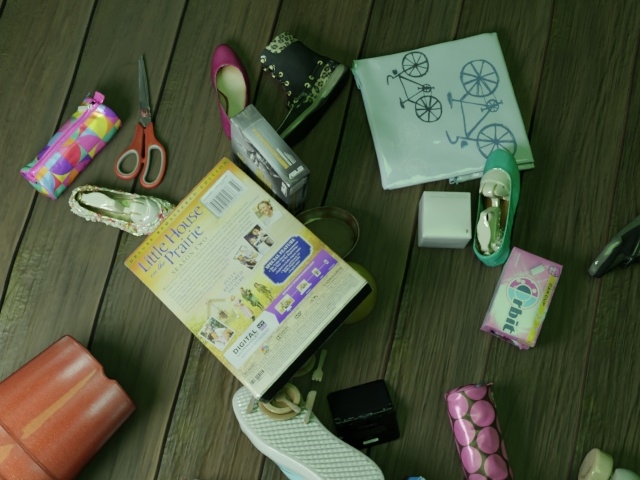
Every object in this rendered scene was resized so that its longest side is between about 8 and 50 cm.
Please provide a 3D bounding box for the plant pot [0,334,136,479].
[{"bbox_3d":[-0.510,0.335,1.811,0.272,0.272,0.265,43,71,9],"label":"plant pot"}]

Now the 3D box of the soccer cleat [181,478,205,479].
[{"bbox_3d":[-0.136,0.563,1.819,0.331,0.116,0.143,22,76,4],"label":"soccer cleat"}]

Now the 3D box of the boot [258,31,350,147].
[{"bbox_3d":[-0.070,-0.324,2.064,0.179,0.085,0.236,37,78,12],"label":"boot"}]

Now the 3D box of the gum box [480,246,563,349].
[{"bbox_3d":[0.409,0.122,1.964,0.107,0.062,0.188,22,77,5],"label":"gum box"}]

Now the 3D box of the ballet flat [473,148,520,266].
[{"bbox_3d":[0.359,-0.070,1.972,0.083,0.087,0.247,4,88,29],"label":"ballet flat"}]

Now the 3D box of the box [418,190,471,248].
[{"bbox_3d":[0.256,-0.042,1.991,0.101,0.087,0.102,2,76,0],"label":"box"}]

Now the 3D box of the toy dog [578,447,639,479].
[{"bbox_3d":[0.544,0.561,1.806,0.220,0.161,0.333,6,76,1],"label":"toy dog"}]

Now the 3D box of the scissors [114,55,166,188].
[{"bbox_3d":[-0.368,-0.256,2.074,0.109,0.021,0.297,8,75,4],"label":"scissors"}]

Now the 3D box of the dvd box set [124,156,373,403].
[{"bbox_3d":[-0.148,0.070,1.895,0.420,0.062,0.307,41,85,24],"label":"dvd box set"}]

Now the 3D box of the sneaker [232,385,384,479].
[{"bbox_3d":[-0.036,0.423,1.854,0.135,0.150,0.366,-30,52,-33],"label":"sneaker"}]

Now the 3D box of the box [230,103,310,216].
[{"bbox_3d":[-0.103,-0.150,1.939,0.056,0.231,0.183,-39,80,-14],"label":"box"}]

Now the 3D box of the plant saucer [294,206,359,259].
[{"bbox_3d":[0.000,0.000,1.976,0.168,0.029,0.168,-9,47,10],"label":"plant saucer"}]

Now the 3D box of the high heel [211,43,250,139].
[{"bbox_3d":[-0.191,-0.321,2.039,0.082,0.117,0.244,-6,76,-2],"label":"high heel"}]

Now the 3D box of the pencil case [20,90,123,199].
[{"bbox_3d":[-0.520,-0.199,2.016,0.104,0.104,0.236,35,79,8],"label":"pencil case"}]

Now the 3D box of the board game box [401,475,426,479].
[{"bbox_3d":[0.245,0.565,1.729,0.086,0.302,0.308,-43,80,-10],"label":"board game box"}]

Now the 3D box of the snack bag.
[{"bbox_3d":[0.261,-0.272,2.076,0.343,0.037,0.323,-12,76,-4],"label":"snack bag"}]

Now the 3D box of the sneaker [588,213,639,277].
[{"bbox_3d":[0.665,0.024,1.980,0.227,0.087,0.130,-35,73,-14],"label":"sneaker"}]

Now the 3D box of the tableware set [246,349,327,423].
[{"bbox_3d":[-0.064,0.265,1.881,0.128,0.039,0.194,9,44,7],"label":"tableware set"}]

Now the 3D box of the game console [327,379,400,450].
[{"bbox_3d":[0.086,0.353,1.929,0.122,0.071,0.107,-15,107,-4],"label":"game console"}]

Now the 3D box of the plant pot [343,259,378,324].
[{"bbox_3d":[0.053,0.096,1.949,0.134,0.095,0.134,0,75,-1],"label":"plant pot"}]

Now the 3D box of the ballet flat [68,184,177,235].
[{"bbox_3d":[-0.408,-0.063,1.994,0.241,0.077,0.091,8,77,1],"label":"ballet flat"}]

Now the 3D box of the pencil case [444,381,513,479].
[{"bbox_3d":[0.315,0.386,1.886,0.098,0.095,0.209,-8,78,-19],"label":"pencil case"}]
